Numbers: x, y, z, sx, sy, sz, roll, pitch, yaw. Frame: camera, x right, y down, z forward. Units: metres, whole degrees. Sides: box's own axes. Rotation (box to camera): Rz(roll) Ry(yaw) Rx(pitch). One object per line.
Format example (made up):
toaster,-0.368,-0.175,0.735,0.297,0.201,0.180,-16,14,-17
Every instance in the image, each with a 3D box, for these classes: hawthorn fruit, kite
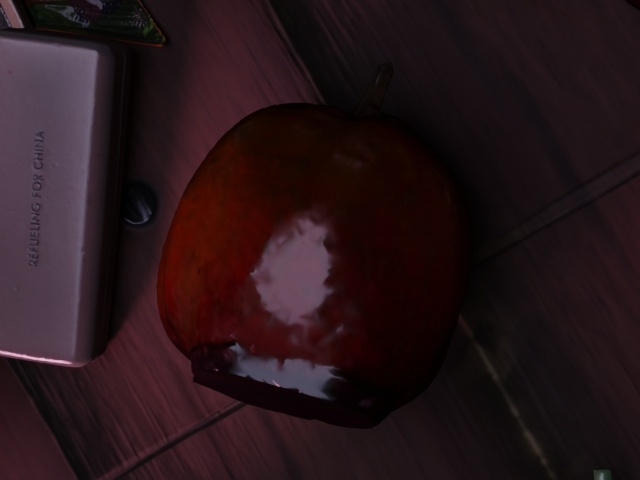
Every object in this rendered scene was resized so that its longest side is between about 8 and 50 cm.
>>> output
hawthorn fruit,0.000,0.000,1.188,0.215,0.215,0.249,18,102,18
kite,-0.248,-0.240,1.354,0.234,0.016,0.321,-36,82,19

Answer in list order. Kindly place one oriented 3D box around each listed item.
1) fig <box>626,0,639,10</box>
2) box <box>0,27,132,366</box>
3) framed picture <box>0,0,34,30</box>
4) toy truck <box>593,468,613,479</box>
fig,0.217,-0.210,1.147,0.109,0.103,0.154,-34,68,-17
box,-0.201,-0.032,1.322,0.103,0.055,0.243,9,102,12
framed picture,-0.298,-0.107,1.374,0.203,0.015,0.150,-22,94,19
toy truck,0.257,0.201,1.157,0.259,0.128,0.135,-15,76,21
